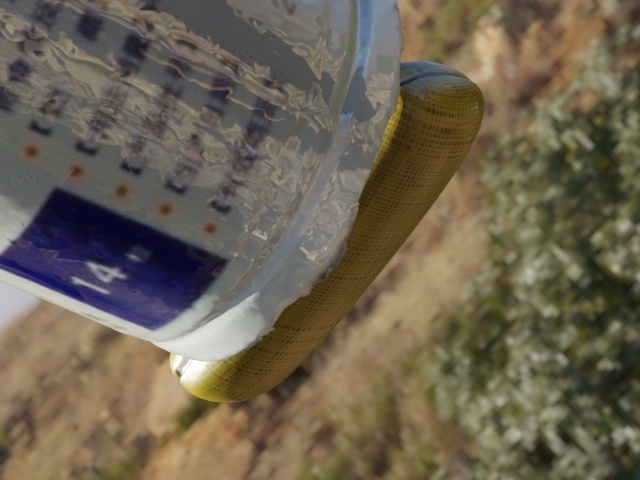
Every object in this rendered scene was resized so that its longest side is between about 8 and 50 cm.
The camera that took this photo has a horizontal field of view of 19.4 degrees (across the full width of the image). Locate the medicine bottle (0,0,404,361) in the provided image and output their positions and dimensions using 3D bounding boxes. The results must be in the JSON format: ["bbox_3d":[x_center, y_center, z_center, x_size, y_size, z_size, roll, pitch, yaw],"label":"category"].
[{"bbox_3d":[-0.150,-0.095,0.749,0.190,0.332,0.190,-44,32,37],"label":"medicine bottle"}]

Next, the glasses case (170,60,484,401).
[{"bbox_3d":[0.000,0.000,0.984,0.079,0.064,0.234,-3,-41,-49],"label":"glasses case"}]
